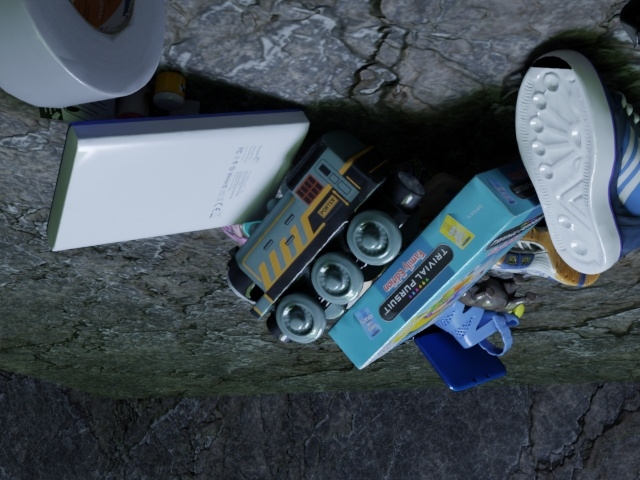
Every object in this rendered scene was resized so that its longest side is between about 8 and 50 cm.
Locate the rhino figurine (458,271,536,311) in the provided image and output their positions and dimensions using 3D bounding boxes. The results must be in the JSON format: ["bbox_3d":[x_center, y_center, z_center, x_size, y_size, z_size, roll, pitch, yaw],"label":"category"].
[{"bbox_3d":[0.341,0.109,1.819,0.243,0.073,0.106,10,156,-19],"label":"rhino figurine"}]

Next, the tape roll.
[{"bbox_3d":[-0.217,-0.224,0.693,0.072,0.219,0.219,-5,159,20],"label":"tape roll"}]

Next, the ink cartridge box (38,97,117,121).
[{"bbox_3d":[-0.298,-0.208,1.003,0.097,0.046,0.207,4,160,-11],"label":"ink cartridge box"}]

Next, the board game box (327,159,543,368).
[{"bbox_3d":[0.193,0.029,1.218,0.336,0.079,0.254,-49,164,32],"label":"board game box"}]

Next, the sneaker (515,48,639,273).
[{"bbox_3d":[0.387,-0.137,1.079,0.130,0.236,0.322,20,139,50],"label":"sneaker"}]

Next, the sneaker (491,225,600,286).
[{"bbox_3d":[0.390,0.015,1.540,0.297,0.111,0.131,14,174,-28],"label":"sneaker"}]

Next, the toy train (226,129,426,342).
[{"bbox_3d":[0.000,0.000,1.190,0.334,0.190,0.142,-49,174,29],"label":"toy train"}]

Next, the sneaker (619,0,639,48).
[{"bbox_3d":[0.364,-0.224,0.874,0.106,0.078,0.234,2,157,6],"label":"sneaker"}]

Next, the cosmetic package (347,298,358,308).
[{"bbox_3d":[0.027,0.028,1.488,0.152,0.151,0.184,-13,157,33],"label":"cosmetic package"}]

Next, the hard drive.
[{"bbox_3d":[-0.189,-0.083,1.108,0.319,0.040,0.210,-9,147,-34],"label":"hard drive"}]

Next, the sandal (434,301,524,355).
[{"bbox_3d":[0.347,0.189,1.950,0.318,0.138,0.126,11,160,-21],"label":"sandal"}]

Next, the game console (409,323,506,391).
[{"bbox_3d":[0.276,0.278,2.044,0.250,0.173,0.293,-14,172,37],"label":"game console"}]

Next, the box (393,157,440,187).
[{"bbox_3d":[0.176,-0.074,1.336,0.059,0.054,0.169,-13,156,36],"label":"box"}]

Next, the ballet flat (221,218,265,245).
[{"bbox_3d":[-0.122,-0.007,1.540,0.079,0.076,0.221,12,163,30],"label":"ballet flat"}]

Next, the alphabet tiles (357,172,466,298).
[{"bbox_3d":[0.142,0.006,1.335,0.278,0.021,0.284,18,127,-41],"label":"alphabet tiles"}]

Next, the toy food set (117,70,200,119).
[{"bbox_3d":[-0.224,-0.129,1.132,0.111,0.104,0.232,4,160,-8],"label":"toy food set"}]
